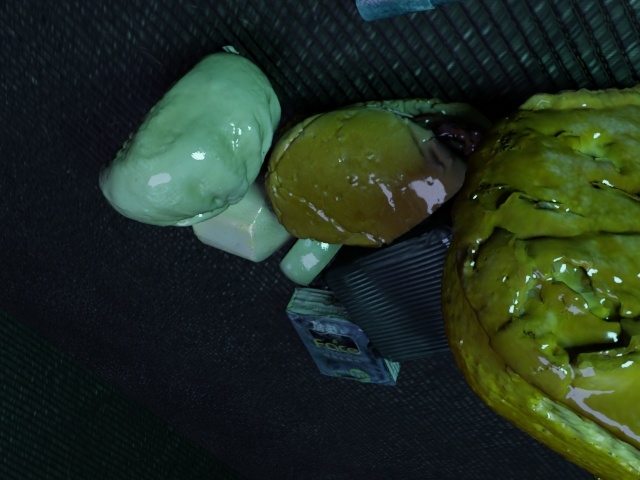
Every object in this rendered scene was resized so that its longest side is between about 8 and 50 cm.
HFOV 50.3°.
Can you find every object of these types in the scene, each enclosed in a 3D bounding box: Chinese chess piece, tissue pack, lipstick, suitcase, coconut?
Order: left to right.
[{"bbox_3d":[-0.100,-0.045,1.006,0.152,0.147,0.147,18,148,9],"label":"coconut"},{"bbox_3d":[0.000,0.000,0.997,0.058,0.144,0.144,38,147,-3],"label":"Chinese chess piece"},{"bbox_3d":[0.050,0.188,1.305,0.173,0.073,0.236,7,144,25],"label":"tissue pack"},{"bbox_3d":[0.148,0.057,0.966,0.202,0.128,0.312,53,143,-11],"label":"suitcase"},{"bbox_3d":[0.147,-0.243,0.632,0.234,0.053,0.053,3,142,29],"label":"lipstick"}]

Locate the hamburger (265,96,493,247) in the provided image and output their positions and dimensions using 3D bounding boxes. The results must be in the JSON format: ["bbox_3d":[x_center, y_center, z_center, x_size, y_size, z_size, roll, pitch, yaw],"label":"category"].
[{"bbox_3d":[0.058,-0.090,0.828,0.245,0.155,0.282,34,143,1],"label":"hamburger"}]

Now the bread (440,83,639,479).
[{"bbox_3d":[0.296,0.039,0.640,0.398,0.398,0.215,24,148,3],"label":"bread"}]

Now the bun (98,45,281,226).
[{"bbox_3d":[-0.155,-0.111,0.855,0.160,0.259,0.259,43,144,-16],"label":"bun"}]
